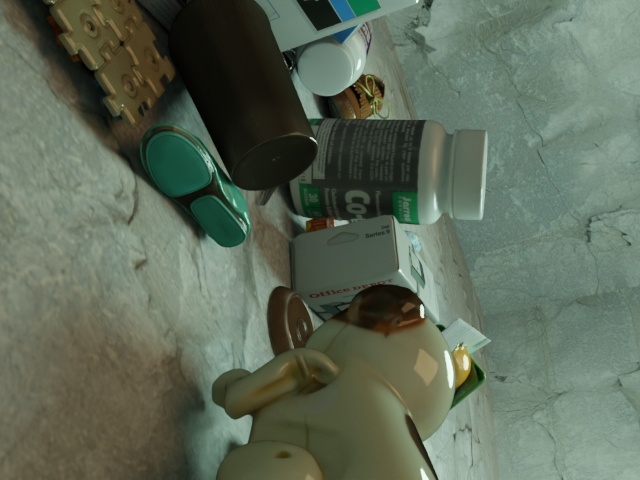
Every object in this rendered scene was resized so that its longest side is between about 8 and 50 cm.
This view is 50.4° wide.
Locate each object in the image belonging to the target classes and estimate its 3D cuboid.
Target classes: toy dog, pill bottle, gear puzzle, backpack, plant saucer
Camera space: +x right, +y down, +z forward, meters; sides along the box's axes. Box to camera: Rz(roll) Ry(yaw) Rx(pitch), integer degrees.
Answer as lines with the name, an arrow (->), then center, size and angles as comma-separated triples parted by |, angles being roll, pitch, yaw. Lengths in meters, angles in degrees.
toy dog -> 0.035, 0.228, 0.808 | 0.284, 0.396, 0.408 | 59, 32, -21
pill bottle -> 0.031, -0.459, 1.623 | 0.301, 0.169, 0.169 | -77, 148, -55
gear puzzle -> -0.290, -0.291, 0.766 | 0.339, 0.044, 0.175 | 61, 25, -32
backpack -> 0.220, 0.023, 1.915 | 0.105, 0.114, 0.084 | 59, 44, -45
pill bottle -> 0.137, -0.135, 1.330 | 0.204, 0.361, 0.204 | 3, 90, -75
plant saucer -> -0.042, 0.158, 1.178 | 0.168, 0.029, 0.168 | -15, 90, -71

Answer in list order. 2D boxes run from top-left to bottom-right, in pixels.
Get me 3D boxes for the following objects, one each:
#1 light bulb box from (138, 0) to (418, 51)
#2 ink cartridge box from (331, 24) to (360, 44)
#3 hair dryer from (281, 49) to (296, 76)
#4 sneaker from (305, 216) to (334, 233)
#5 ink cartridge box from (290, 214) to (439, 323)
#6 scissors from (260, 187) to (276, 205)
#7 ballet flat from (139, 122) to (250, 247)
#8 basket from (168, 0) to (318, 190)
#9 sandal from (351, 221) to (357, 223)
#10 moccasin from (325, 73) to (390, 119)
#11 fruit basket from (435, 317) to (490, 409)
light bulb box -> -0.073, -0.503, 1.037 | 0.225, 0.361, 0.357 | 37, 42, -62
ink cartridge box -> -0.020, -0.552, 1.369 | 0.307, 0.129, 0.223 | 40, 21, -8
hair dryer -> -0.095, -0.412, 1.359 | 0.293, 0.080, 0.223 | -59, 133, -65
sneaker -> 0.000, 0.000, 1.376 | 0.175, 0.068, 0.064 | 78, 10, -60
ink cartridge box -> 0.092, 0.083, 1.342 | 0.289, 0.211, 0.121 | 46, 35, -55
scissors -> -0.081, -0.141, 1.304 | 0.297, 0.021, 0.108 | -43, 120, -68
ballet flat -> -0.169, -0.086, 0.915 | 0.247, 0.083, 0.087 | 59, 12, -51
basket -> -0.103, -0.196, 0.959 | 0.204, 0.154, 0.226 | 72, -6, -68
sandal -> 0.113, -0.050, 1.738 | 0.102, 0.076, 0.265 | -36, 133, -55
moccasin -> 0.109, -0.379, 1.827 | 0.380, 0.147, 0.139 | -45, 119, -69
fruit basket -> 0.179, 0.273, 1.356 | 0.165, 0.327, 0.353 | 52, 9, 30
